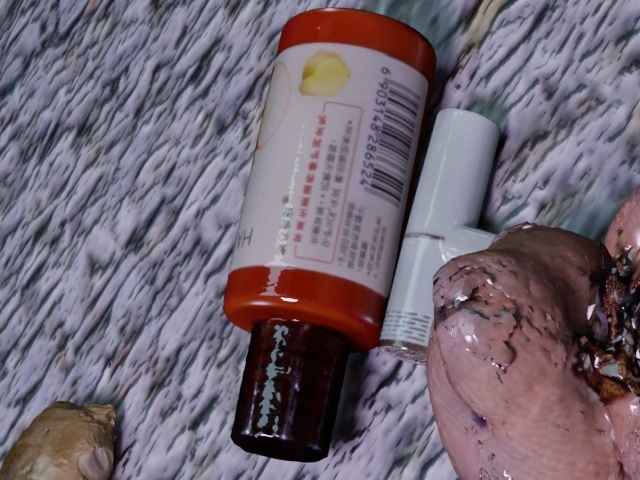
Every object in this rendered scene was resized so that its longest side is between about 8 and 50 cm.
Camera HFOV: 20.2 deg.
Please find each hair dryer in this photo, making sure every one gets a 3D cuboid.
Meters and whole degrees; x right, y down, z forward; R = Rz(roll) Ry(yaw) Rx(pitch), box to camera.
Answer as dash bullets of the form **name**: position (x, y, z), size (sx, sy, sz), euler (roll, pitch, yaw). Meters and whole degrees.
- **hair dryer**: position (0.121, -0.002, 1.032), size (0.183, 0.044, 0.155), euler (0, 71, 46)

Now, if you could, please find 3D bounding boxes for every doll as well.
- **doll**: position (0.147, 0.038, 0.840), size (0.303, 0.156, 0.201), euler (-34, 46, 50)

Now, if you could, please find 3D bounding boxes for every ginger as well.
- **ginger**: position (-0.191, 0.190, 1.282), size (0.096, 0.067, 0.165), euler (-15, 56, 20)

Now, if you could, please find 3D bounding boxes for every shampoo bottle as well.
- **shampoo bottle**: position (0.000, 0.000, 1.119), size (0.104, 0.104, 0.278), euler (-10, 63, 49)
